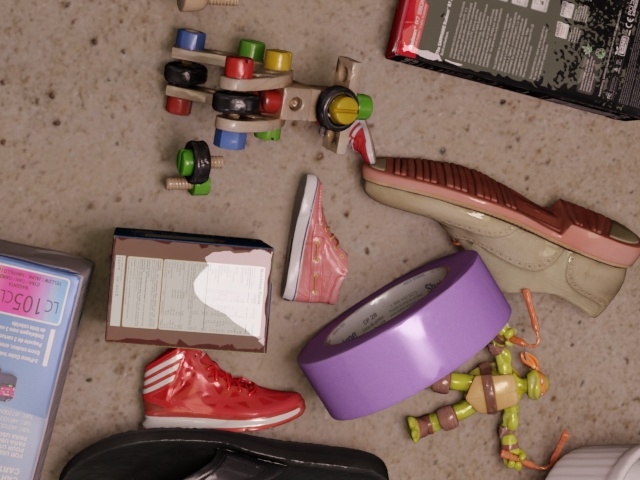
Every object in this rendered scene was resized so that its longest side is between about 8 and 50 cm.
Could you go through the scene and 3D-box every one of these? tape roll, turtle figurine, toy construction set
[{"bbox_3d":[0.108,0.121,1.779,0.275,0.275,0.090,-32,98,-5],"label":"tape roll"},{"bbox_3d":[0.222,0.197,1.893,0.217,0.087,0.270,-8,109,2],"label":"turtle figurine"},{"bbox_3d":[-0.065,-0.231,1.790,0.237,0.257,0.309,-2,83,-24],"label":"toy construction set"}]

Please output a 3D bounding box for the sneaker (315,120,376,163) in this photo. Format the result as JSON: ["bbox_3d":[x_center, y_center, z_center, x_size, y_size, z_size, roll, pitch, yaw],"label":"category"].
[{"bbox_3d":[0.033,-0.145,1.853,0.067,0.042,0.118,-17,57,-3],"label":"sneaker"}]

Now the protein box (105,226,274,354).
[{"bbox_3d":[-0.172,0.061,1.775,0.201,0.200,0.136,5,93,-8],"label":"protein box"}]

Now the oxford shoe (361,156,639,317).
[{"bbox_3d":[0.231,-0.002,1.863,0.397,0.140,0.146,20,111,1],"label":"oxford shoe"}]

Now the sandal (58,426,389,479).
[{"bbox_3d":[-0.122,0.336,1.810,0.445,0.107,0.168,3,130,-8],"label":"sandal"}]

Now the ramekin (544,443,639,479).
[{"bbox_3d":[0.404,0.406,1.850,0.277,0.135,0.277,4,84,-46],"label":"ramekin"}]

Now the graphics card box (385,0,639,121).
[{"bbox_3d":[0.292,-0.317,1.872,0.371,0.094,0.233,13,91,-7],"label":"graphics card box"}]

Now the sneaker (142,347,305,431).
[{"bbox_3d":[-0.133,0.189,1.847,0.221,0.087,0.128,-5,95,-9],"label":"sneaker"}]

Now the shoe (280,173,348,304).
[{"bbox_3d":[0.000,0.000,1.868,0.081,0.063,0.178,9,97,-10],"label":"shoe"}]

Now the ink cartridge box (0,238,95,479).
[{"bbox_3d":[-0.404,0.207,1.716,0.151,0.270,0.395,12,91,-7],"label":"ink cartridge box"}]
